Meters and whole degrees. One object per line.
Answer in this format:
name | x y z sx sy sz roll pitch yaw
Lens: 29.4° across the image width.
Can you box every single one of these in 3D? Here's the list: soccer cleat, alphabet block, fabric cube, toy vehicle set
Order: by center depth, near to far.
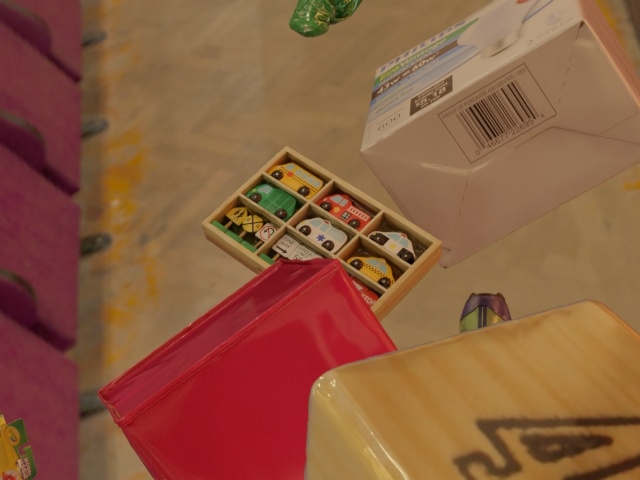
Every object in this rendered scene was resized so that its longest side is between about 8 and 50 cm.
alphabet block | 0.116 0.173 0.639 0.193 0.192 0.197 -14 38 -22
fabric cube | -0.040 0.192 1.211 0.254 0.258 0.259 -37 8 -11
toy vehicle set | 0.000 0.000 1.562 0.267 0.035 0.166 33 65 26
soccer cleat | 0.269 0.210 1.932 0.093 0.289 0.121 -3 40 16

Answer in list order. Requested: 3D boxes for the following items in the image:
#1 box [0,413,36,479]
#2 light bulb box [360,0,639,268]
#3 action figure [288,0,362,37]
box | -0.502 0.317 1.739 0.179 0.105 0.043 -15 21 -17
light bulb box | 0.272 -0.197 1.787 0.358 0.225 0.361 -30 19 19
action figure | 0.019 -0.266 1.058 0.063 0.137 0.232 5 57 20
